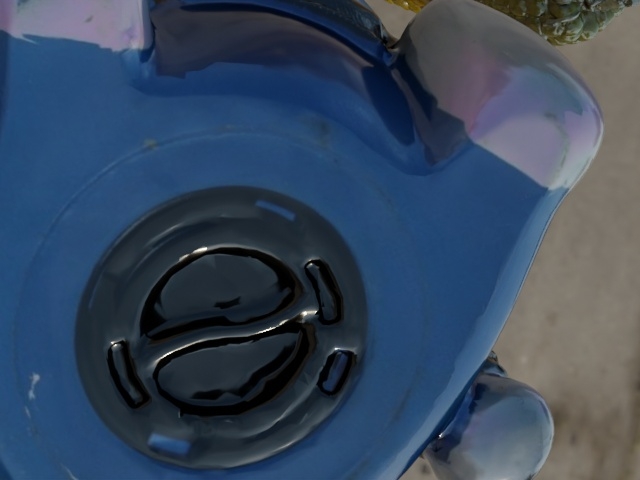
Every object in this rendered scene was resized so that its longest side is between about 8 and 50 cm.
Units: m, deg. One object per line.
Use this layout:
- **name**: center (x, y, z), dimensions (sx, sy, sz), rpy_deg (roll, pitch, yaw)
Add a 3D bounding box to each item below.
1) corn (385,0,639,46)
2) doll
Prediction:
- **corn**: center (0.102, -0.228, 1.318), dimensions (0.119, 0.322, 0.119), rpy_deg (-40, 141, -44)
- **doll**: center (-0.067, -0.013, 0.582), dimensions (0.284, 0.310, 0.240), rpy_deg (28, 96, -22)
